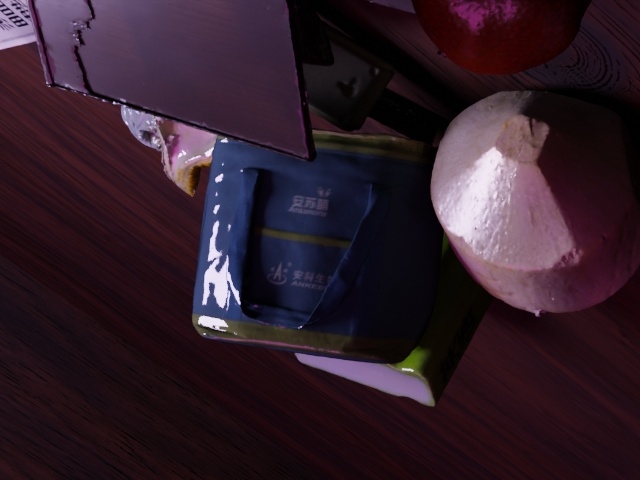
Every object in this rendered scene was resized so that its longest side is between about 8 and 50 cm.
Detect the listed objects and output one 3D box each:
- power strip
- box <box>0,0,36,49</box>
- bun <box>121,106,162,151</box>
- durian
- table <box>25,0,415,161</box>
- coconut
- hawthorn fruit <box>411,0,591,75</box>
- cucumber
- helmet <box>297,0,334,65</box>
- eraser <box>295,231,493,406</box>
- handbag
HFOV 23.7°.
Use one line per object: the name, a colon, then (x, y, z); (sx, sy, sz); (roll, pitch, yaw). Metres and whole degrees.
power strip: (-0.104, -0.242, 1.607); (0.387, 0.092, 0.066); (29, -169, -15)
box: (-0.351, -0.329, 1.730); (0.173, 0.145, 0.332); (43, 157, -28)
bun: (-0.208, -0.161, 2.046); (0.140, 0.083, 0.141); (25, 163, 8)
durian: (-0.159, -0.153, 1.954); (0.140, 0.078, 0.224); (12, 135, 4)
table: (-0.073, -0.241, 1.303); (0.282, 0.250, 0.196); (19, 137, 26)
coconut: (0.218, -0.042, 1.528); (0.236, 0.197, 0.237); (30, 167, 8)
hawthorn fruit: (0.146, -0.219, 1.248); (0.169, 0.169, 0.188); (29, 162, 3)
cucumber: (0.059, -0.155, 1.724); (0.163, 0.039, 0.043); (26, 140, 7)
helmet: (-0.079, -0.215, 1.506); (0.176, 0.107, 0.153); (-5, -173, 15)
eraser: (0.104, 0.044, 1.816); (0.210, 0.274, 0.092); (17, 149, 29)
handbag: (0.000, 0.000, 1.636); (0.263, 0.241, 0.222); (5, 180, 12)
